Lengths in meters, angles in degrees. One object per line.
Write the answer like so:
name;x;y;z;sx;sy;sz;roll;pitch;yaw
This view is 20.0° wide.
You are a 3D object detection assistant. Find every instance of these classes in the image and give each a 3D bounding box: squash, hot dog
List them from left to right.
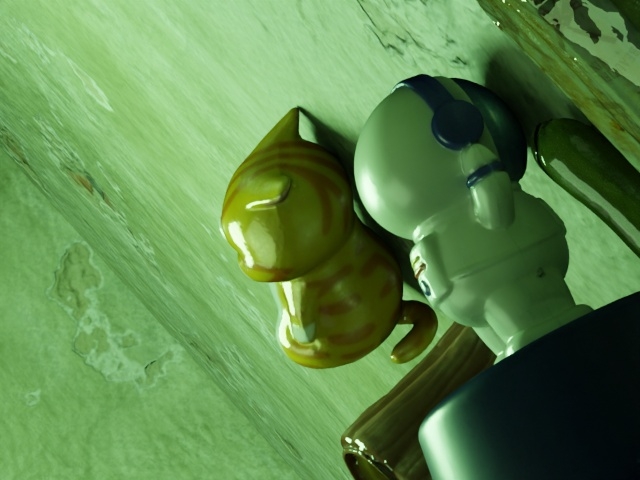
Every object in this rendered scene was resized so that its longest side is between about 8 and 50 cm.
squash;0.226;-0.025;1.321;0.183;0.052;0.052;44;165;16
hot dog;0.201;-0.108;1.131;0.270;0.082;0.162;45;176;-12

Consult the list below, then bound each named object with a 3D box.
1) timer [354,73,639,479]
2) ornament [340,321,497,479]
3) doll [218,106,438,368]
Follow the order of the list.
timer;0.152;0.039;1.409;0.383;0.270;0.270;62;169;14
ornament;0.151;0.190;1.754;0.235;0.217;0.221;26;153;54
doll;-0.010;0.014;1.924;0.269;0.162;0.166;53;-163;-34
